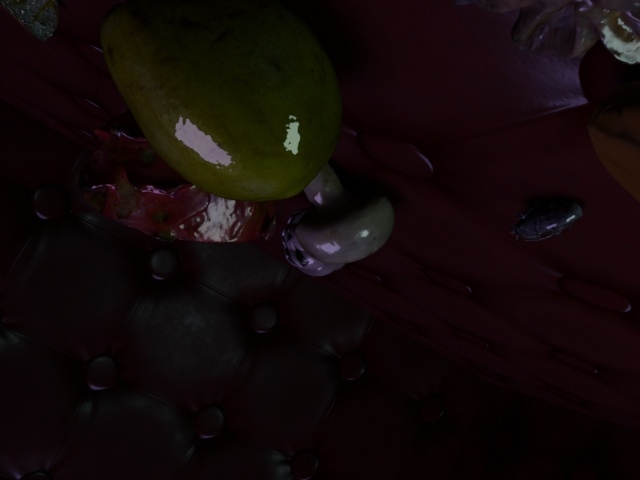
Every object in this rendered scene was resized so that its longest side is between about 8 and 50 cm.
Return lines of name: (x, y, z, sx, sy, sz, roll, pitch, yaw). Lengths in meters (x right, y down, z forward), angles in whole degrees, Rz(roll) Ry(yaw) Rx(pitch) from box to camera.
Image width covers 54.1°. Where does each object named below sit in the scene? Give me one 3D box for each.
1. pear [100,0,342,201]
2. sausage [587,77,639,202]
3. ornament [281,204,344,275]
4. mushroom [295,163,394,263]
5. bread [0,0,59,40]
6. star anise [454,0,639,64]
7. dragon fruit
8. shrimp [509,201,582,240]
pear: (-0.113, -0.188, 0.776, 0.307, 0.253, 0.253, 49, 161, -22)
sausage: (0.355, -0.060, 0.560, 0.241, 0.120, 0.136, 31, -158, -7)
ornament: (0.000, -0.001, 1.536, 0.177, 0.178, 0.177, 26, 169, 6)
mushroom: (0.042, -0.051, 1.261, 0.206, 0.209, 0.206, -13, 162, -4)
bread: (-0.522, -0.421, 1.089, 0.094, 0.083, 0.157, 23, 166, 36)
star anise: (0.173, -0.203, 0.392, 0.349, 0.109, 0.292, 22, 166, -31)
dragon fruit: (-0.247, -0.149, 1.192, 0.386, 0.249, 0.371, 17, -161, 7)
shrimp: (0.328, -0.027, 0.943, 0.057, 0.065, 0.165, 61, 170, -3)
